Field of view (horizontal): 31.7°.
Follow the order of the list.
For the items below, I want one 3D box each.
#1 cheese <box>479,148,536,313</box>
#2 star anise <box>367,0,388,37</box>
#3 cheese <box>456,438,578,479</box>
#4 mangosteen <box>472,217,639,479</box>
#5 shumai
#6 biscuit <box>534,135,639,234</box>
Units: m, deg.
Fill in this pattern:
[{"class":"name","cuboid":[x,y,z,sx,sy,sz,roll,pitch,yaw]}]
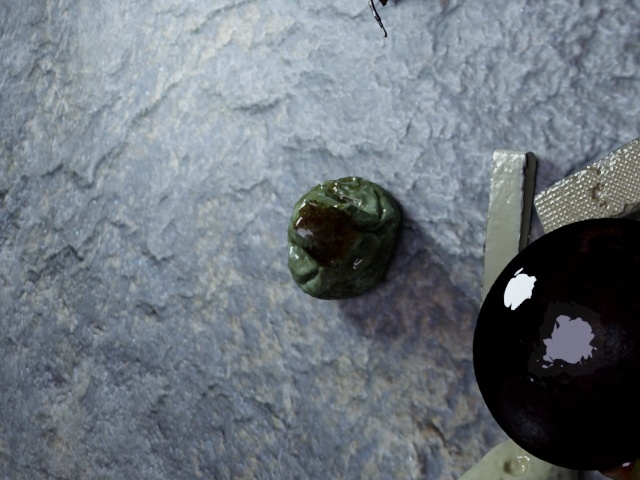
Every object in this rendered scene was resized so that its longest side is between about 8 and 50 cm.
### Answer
[{"class":"cheese","cuboid":[0.313,0.045,1.924,0.085,0.034,0.400,8,95,47]},{"class":"star anise","cuboid":[0.118,-0.466,2.078,0.097,0.070,0.191,-16,82,40]},{"class":"cheese","cuboid":[0.296,0.431,1.808,0.173,0.247,0.251,25,101,39]},{"class":"mangosteen","cuboid":[0.420,0.180,1.589,0.435,0.382,0.382,53,123,37]},{"class":"shumai","cuboid":[0.000,0.000,2.090,0.261,0.222,0.225,-46,63,38]},{"class":"biscuit","cuboid":[0.448,-0.074,1.777,0.239,0.061,0.108,-31,70,38]}]
